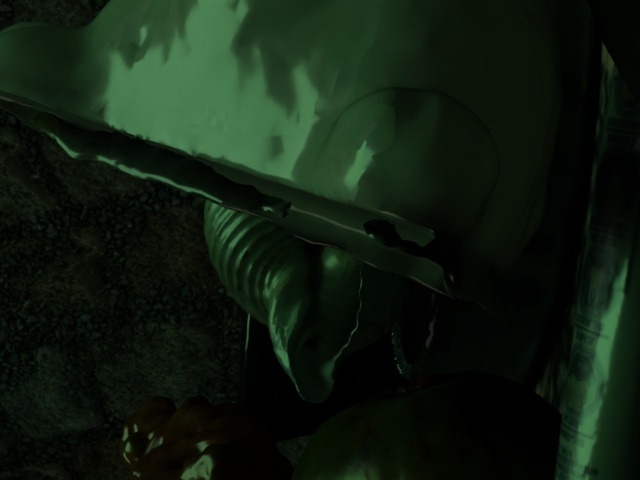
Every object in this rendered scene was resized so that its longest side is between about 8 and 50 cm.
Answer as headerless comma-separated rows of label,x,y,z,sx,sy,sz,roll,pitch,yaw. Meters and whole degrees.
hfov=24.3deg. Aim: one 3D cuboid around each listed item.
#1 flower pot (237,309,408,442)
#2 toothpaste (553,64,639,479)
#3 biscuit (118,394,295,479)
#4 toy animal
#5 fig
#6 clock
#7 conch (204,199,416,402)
flower pot,0.019,0.054,1.222,0.269,0.166,0.268,5,-90,-90
toothpaste,0.112,0.014,0.526,0.062,0.039,0.239,-154,69,-72
biscuit,-0.027,0.251,1.040,0.312,0.111,0.318,59,171,-9
toy animal,0.044,-0.107,0.476,0.289,0.174,0.249,-52,53,10
fig,0.075,0.175,0.614,0.149,0.149,0.245,111,140,-82
clock,0.091,-0.073,0.854,0.325,0.067,0.325,-175,90,-87
conch,0.005,-0.003,0.788,0.153,0.102,0.135,56,144,26
